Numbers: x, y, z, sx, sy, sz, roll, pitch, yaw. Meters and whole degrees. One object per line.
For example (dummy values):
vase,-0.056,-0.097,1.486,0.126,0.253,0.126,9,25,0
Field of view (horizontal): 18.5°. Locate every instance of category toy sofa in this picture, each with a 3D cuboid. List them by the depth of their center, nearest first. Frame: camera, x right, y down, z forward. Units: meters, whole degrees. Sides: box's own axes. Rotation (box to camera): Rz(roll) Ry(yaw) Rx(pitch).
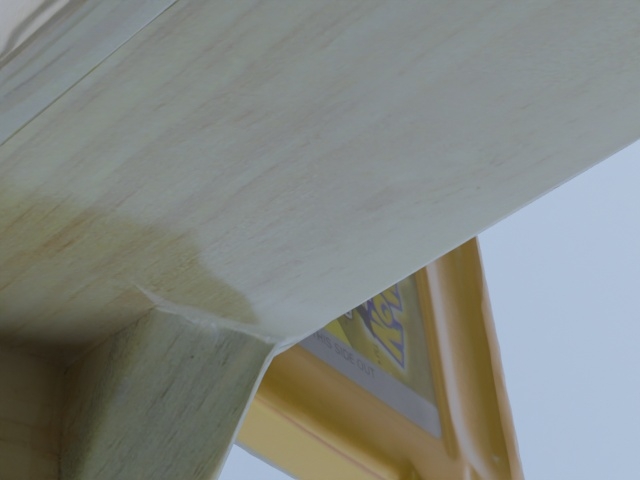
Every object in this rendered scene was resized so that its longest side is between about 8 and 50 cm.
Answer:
toy sofa,0.003,-0.069,0.397,0.150,0.362,0.177,16,-121,-34

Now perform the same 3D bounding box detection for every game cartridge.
game cartridge,0.000,0.000,1.024,0.323,0.052,0.285,35,-143,-44
